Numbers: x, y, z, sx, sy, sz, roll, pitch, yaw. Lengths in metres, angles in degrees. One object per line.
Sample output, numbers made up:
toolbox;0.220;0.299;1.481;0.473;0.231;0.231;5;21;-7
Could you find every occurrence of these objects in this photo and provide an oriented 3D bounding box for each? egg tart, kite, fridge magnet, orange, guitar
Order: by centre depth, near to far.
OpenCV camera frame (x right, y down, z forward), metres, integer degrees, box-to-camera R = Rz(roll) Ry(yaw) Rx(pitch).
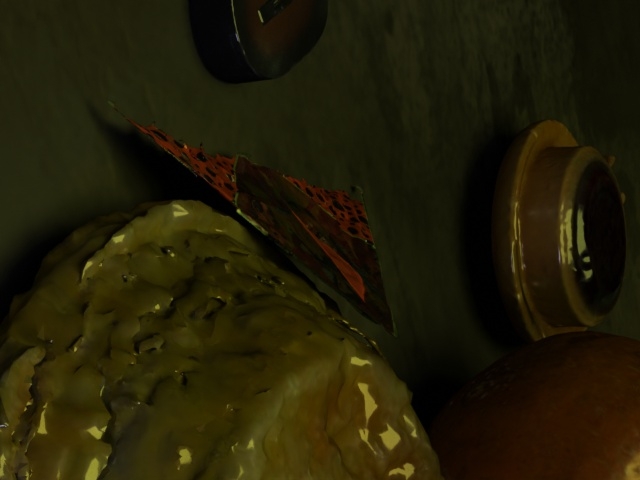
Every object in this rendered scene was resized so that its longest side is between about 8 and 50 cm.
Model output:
egg tart;-0.033;0.122;0.709;0.294;0.123;0.294;17;70;-59
guitar;-0.052;-0.183;0.799;0.088;0.025;0.233;-49;127;-48
kite;-0.001;0.001;0.801;0.125;0.008;0.222;49;17;27
orange;0.139;0.161;0.947;0.224;0.170;0.224;-3;96;-38
fridge magnet;0.144;-0.002;1.066;0.143;0.063;0.143;8;81;-62
